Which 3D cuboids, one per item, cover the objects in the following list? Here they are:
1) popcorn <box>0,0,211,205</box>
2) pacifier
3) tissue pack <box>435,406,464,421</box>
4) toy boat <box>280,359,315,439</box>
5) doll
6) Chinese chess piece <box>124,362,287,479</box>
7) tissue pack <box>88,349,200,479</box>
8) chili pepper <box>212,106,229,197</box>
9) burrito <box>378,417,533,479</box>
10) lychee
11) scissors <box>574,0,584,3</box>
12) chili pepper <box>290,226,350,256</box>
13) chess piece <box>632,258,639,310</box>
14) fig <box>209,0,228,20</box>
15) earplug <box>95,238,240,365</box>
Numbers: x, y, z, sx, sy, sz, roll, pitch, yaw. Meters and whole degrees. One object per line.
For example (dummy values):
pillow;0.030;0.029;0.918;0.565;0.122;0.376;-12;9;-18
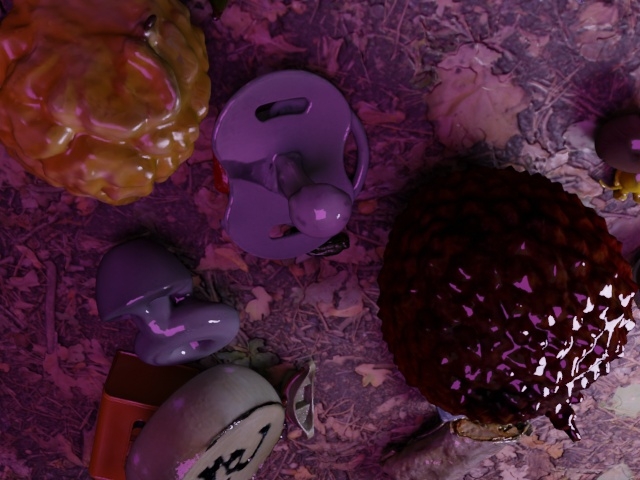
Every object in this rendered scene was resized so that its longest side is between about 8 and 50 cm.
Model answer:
popcorn;-0.328;-0.217;0.981;0.348;0.349;0.382;18;160;-10
pacifier;-0.021;-0.095;1.063;0.288;0.269;0.343;-18;128;-17
tissue pack;0.299;0.269;1.391;0.173;0.073;0.236;-18;119;12
toy boat;-0.045;0.343;1.436;0.071;0.089;0.185;12;107;36
doll;0.535;-0.147;1.119;0.145;0.096;0.188;24;147;3
Chinese chess piece;-0.227;0.423;1.345;0.146;0.349;0.349;36;125;26
tissue pack;-0.398;0.406;1.455;0.194;0.145;0.275;15;121;-6
chili pepper;-0.171;-0.150;1.162;0.045;0.027;0.178;2;121;1
burrito;0.304;0.483;1.515;0.347;0.107;0.175;-38;128;24
lychee;0.309;0.116;1.102;0.424;0.424;0.500;-22;93;15
scissors;0.327;-0.405;0.996;0.189;0.015;0.100;22;118;-14
chili pepper;-0.002;0.006;1.257;0.117;0.035;0.056;12;110;5
chess piece;0.731;0.141;1.273;0.175;0.176;0.298;-33;129;20
fig;-0.152;-0.414;0.953;0.117;0.117;0.177;-2;138;3
earplug;-0.298;0.134;1.275;0.214;0.175;0.325;-29;127;13
